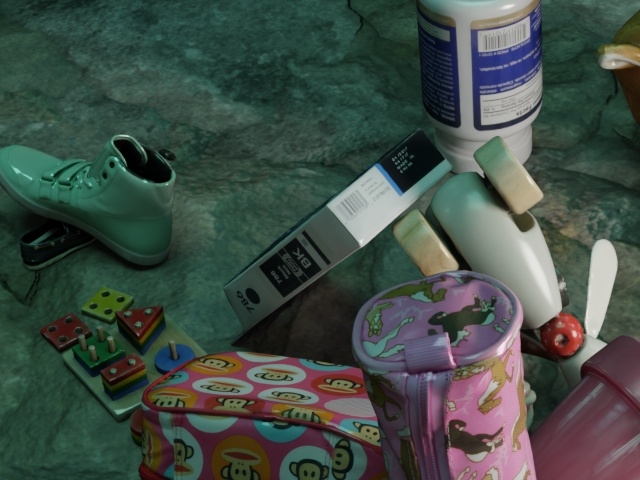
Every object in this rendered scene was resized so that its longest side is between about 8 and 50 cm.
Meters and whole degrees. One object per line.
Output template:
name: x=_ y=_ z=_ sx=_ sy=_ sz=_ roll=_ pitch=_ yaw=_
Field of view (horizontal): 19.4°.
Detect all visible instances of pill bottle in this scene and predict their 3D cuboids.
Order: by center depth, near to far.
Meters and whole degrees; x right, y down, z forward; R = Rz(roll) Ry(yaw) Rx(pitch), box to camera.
pill bottle: x=0.199 y=-0.218 z=2.323 sx=0.153 sy=0.264 sz=0.153 roll=-3 pitch=38 yaw=3

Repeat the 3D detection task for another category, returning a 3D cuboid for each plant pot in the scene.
plant pot: x=0.286 y=0.223 z=1.830 sx=0.180 sy=0.201 sz=0.201 roll=-35 pitch=44 yaw=-9

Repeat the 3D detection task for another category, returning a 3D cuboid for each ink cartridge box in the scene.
ink cartridge box: x=0.000 y=0.000 z=2.066 sx=0.065 sy=0.333 sz=0.165 roll=49 pitch=55 yaw=-1

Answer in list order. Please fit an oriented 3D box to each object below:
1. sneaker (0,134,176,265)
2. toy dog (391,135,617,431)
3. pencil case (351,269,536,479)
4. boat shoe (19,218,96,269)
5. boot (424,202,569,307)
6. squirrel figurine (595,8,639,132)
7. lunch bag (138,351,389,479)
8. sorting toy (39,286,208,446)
sneaker: x=-0.282 y=-0.090 z=2.282 sx=0.256 sy=0.151 sz=0.094 roll=27 pitch=39 yaw=14
toy dog: x=0.210 y=0.041 z=1.999 sx=0.220 sy=0.333 sz=0.161 roll=-17 pitch=17 yaw=5
pencil case: x=0.126 y=0.215 z=1.691 sx=0.160 sy=0.386 sz=0.167 roll=-22 pitch=31 yaw=-20
boat shoe: x=-0.316 y=-0.012 z=2.327 sx=0.133 sy=0.042 sz=0.049 roll=-33 pitch=42 yaw=-30
boot: x=0.155 y=0.042 z=2.157 sx=0.161 sy=0.083 sz=0.246 roll=-31 pitch=42 yaw=-18
squirrel figurine: x=0.518 y=-0.217 z=2.166 sx=0.370 sy=0.397 sz=0.281 roll=30 pitch=55 yaw=26
lunch bag: x=-0.021 y=0.190 z=1.929 sx=0.293 sy=0.120 sz=0.258 roll=8 pitch=17 yaw=18
sorting toy: x=-0.215 y=0.123 z=2.137 sx=0.132 sy=0.046 sz=0.274 roll=-27 pitch=42 yaw=-23
